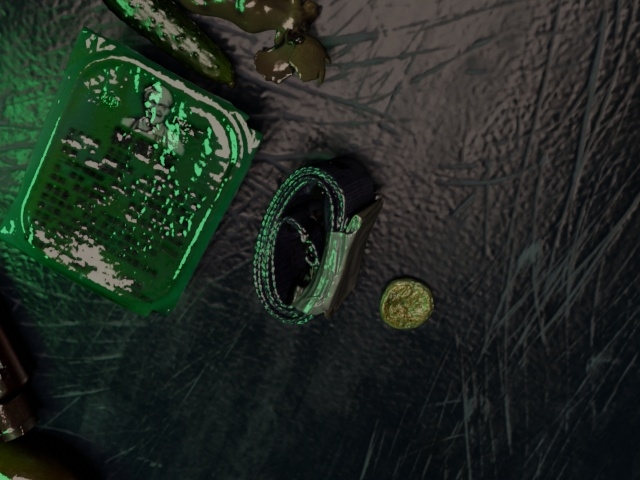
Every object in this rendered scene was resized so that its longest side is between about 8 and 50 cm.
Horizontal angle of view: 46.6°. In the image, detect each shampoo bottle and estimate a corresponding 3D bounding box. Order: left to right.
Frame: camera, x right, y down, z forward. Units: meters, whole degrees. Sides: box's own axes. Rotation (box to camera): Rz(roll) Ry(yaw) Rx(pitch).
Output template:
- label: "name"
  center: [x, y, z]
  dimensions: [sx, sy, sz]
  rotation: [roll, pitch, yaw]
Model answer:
- label: "shampoo bottle"
  center: [-0.538, 0.158, 1.148]
  dimensions: [0.129, 0.084, 0.322]
  rotation: [-21, 108, 1]

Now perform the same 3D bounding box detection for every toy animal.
- label: "toy animal"
  center: [-0.081, -0.296, 0.943]
  dimensions: [0.214, 0.094, 0.186]
  rotation: [12, 106, 8]

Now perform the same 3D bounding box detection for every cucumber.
- label: "cucumber"
  center: [-0.197, -0.277, 0.966]
  dimensions: [0.227, 0.069, 0.069]
  rotation: [38, 109, -11]

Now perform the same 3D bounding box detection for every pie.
- label: "pie"
  center: [0.127, 0.095, 1.097]
  dimensions: [0.084, 0.021, 0.084]
  rotation: [1, 107, 2]

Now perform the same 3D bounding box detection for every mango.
- label: "mango"
  center: [-0.486, 0.381, 1.203]
  dimensions: [0.268, 0.111, 0.133]
  rotation: [21, 152, -7]

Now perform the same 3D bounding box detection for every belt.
- label: "belt"
  center: [0.000, 0.000, 1.021]
  dimensions: [0.140, 0.126, 0.230]
  rotation: [25, 113, 21]

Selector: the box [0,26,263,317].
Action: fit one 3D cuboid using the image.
- label: "box"
  center: [-0.253, -0.086, 1.020]
  dimensions: [0.264, 0.106, 0.336]
  rotation: [29, 109, -6]
